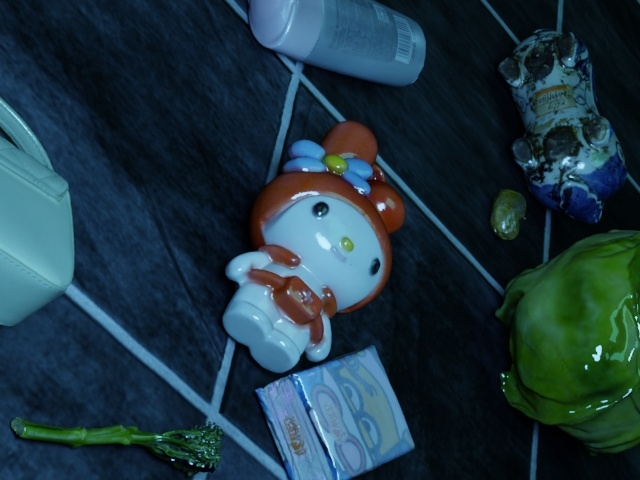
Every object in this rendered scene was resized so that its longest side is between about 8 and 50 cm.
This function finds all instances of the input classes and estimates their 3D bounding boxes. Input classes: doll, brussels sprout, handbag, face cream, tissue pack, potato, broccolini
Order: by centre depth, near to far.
[{"bbox_3d":[-0.297,-0.068,1.252,0.256,0.079,0.219,39,29,-36],"label":"handbag"},{"bbox_3d":[-0.161,0.159,1.320,0.218,0.042,0.044,20,52,-47],"label":"broccolini"},{"bbox_3d":[0.015,0.174,1.550,0.155,0.065,0.115,-11,76,-57],"label":"tissue pack"},{"bbox_3d":[0.000,0.000,1.585,0.161,0.130,0.290,44,51,-15],"label":"doll"},{"bbox_3d":[0.021,-0.245,1.845,0.269,0.073,0.107,10,67,-54],"label":"face cream"},{"bbox_3d":[0.344,0.126,1.938,0.259,0.227,0.294,51,57,-33],"label":"brussels sprout"},{"bbox_3d":[0.239,-0.037,2.055,0.092,0.045,0.046,-64,158,-50],"label":"potato"}]

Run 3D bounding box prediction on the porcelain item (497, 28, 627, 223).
[{"bbox_3d":[0.338,-0.154,2.224,0.186,0.138,0.288,49,26,-55],"label":"porcelain item"}]
